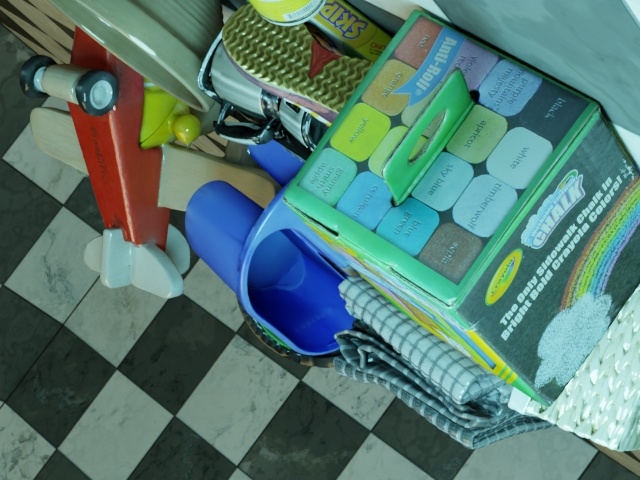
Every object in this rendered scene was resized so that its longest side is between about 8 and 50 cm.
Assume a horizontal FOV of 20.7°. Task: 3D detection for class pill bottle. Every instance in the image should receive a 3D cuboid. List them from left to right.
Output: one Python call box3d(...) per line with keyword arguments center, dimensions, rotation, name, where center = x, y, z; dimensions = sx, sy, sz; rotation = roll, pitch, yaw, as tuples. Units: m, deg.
box3d(center=(-0.035, -0.209, 1.301), dimensions=(0.065, 0.065, 0.116), rotation=(35, 175, 19), name="pill bottle")

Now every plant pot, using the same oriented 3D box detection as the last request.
box3d(center=(-0.176, -0.241, 1.762), dimensions=(0.237, 0.110, 0.237), rotation=(37, 175, 3), name="plant pot")

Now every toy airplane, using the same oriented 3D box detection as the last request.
box3d(center=(-0.223, -0.119, 2.368), dimensions=(0.386, 0.272, 0.384), rotation=(49, 145, 7), name="toy airplane")

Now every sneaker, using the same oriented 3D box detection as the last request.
box3d(center=(-0.003, -0.128, 1.447), dimensions=(0.185, 0.069, 0.084), rotation=(34, 168, 25), name="sneaker")

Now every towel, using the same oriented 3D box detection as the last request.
box3d(center=(0.178, 0.128, 2.021), dimensions=(0.283, 0.121, 0.235), rotation=(-13, -142, -43), name="towel")

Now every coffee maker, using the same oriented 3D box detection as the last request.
box3d(center=(0.001, -0.132, 1.656), dimensions=(0.171, 0.120, 0.178), rotation=(1, -157, -41), name="coffee maker")

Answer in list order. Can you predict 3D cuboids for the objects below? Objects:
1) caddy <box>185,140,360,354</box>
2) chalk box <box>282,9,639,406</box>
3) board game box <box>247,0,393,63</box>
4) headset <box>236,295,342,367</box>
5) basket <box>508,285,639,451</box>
box3d(center=(0.000, 0.000, 2.097), dimensions=(0.179, 0.241, 0.341), rotation=(41, 179, 33), name="caddy")
box3d(center=(0.109, -0.033, 1.291), dimensions=(0.179, 0.180, 0.289), rotation=(33, 173, 35), name="chalk box")
box3d(center=(-0.032, -0.210, 1.484), dimensions=(0.259, 0.039, 0.124), rotation=(34, 176, -1), name="board game box")
box3d(center=(0.073, 0.078, 2.589), dimensions=(0.394, 0.243, 0.185), rotation=(18, -164, 13), name="headset")
box3d(center=(0.245, 0.084, 1.441), dimensions=(0.103, 0.167, 0.113), rotation=(27, -171, 26), name="basket")
